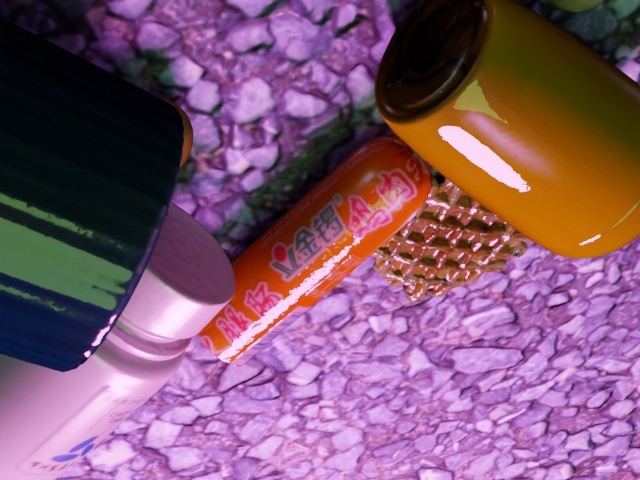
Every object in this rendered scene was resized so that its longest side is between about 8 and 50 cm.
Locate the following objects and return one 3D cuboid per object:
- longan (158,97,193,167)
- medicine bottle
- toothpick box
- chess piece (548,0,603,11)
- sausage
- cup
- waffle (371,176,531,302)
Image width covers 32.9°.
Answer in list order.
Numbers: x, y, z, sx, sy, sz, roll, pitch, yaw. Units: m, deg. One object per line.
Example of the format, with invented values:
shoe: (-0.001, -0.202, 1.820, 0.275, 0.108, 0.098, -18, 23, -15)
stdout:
longan: (-0.150, -0.091, 0.948, 0.075, 0.075, 0.083, -32, 151, 14)
medicine bottle: (-0.227, 0.095, 1.043, 0.170, 0.170, 0.293, 28, 120, -37)
toothpick box: (0.179, -0.109, 0.967, 0.271, 0.175, 0.175, 28, 121, -33)
chess piece: (0.178, -0.245, 0.898, 0.170, 0.094, 0.094, 14, 129, -39)
sausage: (0.000, 0.000, 1.075, 0.312, 0.093, 0.093, -41, 132, 23)
cup: (-0.289, -0.036, 0.807, 0.292, 0.242, 0.308, 23, 129, -22)
waffle: (0.139, -0.008, 1.151, 0.183, 0.036, 0.169, -28, 134, 10)
